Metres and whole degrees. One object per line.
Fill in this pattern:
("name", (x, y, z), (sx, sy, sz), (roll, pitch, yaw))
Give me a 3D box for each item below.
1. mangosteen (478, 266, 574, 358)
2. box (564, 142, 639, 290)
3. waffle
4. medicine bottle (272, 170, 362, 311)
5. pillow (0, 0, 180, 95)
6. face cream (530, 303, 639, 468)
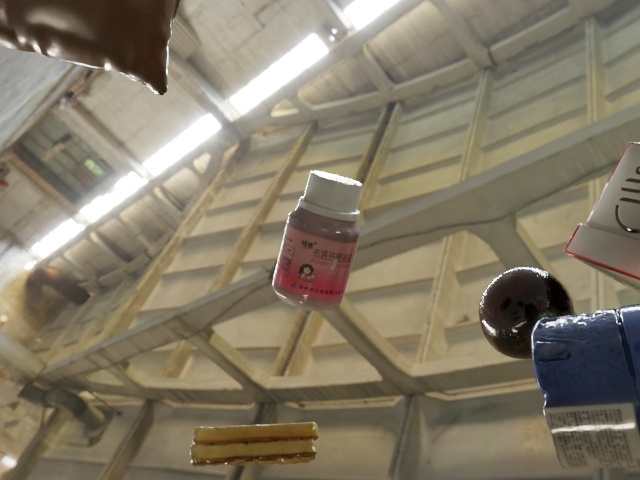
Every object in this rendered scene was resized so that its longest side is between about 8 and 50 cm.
("mangosteen", (0.468, 0.155, 1.355), (0.216, 0.216, 0.216), (-36, -156, 19))
("box", (0.794, -0.008, 1.254), (0.299, 0.313, 0.314), (-64, -161, 5))
("waffle", (-0.080, 0.248, 0.707), (0.102, 0.148, 0.042), (108, -20, -65))
("medicine bottle", (0.000, 0.000, 1.103), (0.147, 0.147, 0.246), (-131, -127, -67))
("pillow", (-0.262, -0.316, 0.523), (0.108, 0.306, 0.307), (-146, -113, -77))
("face cream", (0.471, 0.233, 0.937), (0.225, 0.248, 0.248), (-14, -146, 23))
